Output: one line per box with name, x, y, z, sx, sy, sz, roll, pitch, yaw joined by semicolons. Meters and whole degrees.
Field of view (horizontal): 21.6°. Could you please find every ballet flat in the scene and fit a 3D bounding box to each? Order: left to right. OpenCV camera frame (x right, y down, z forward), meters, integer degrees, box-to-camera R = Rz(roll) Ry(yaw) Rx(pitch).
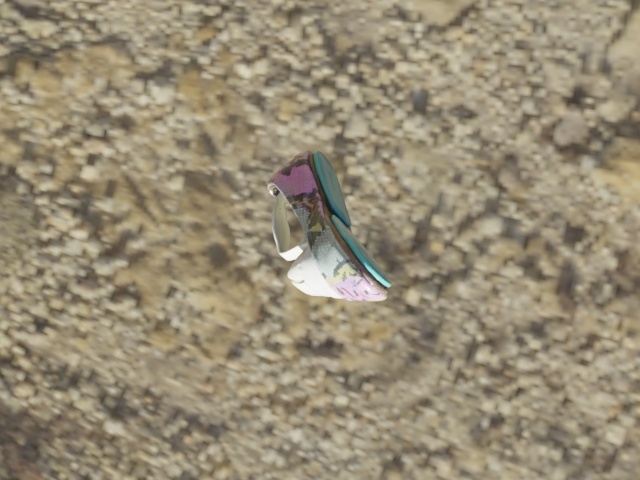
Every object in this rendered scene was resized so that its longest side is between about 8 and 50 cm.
ballet flat;0.000;0.000;1.512;0.079;0.221;0.077;-36;128;9
